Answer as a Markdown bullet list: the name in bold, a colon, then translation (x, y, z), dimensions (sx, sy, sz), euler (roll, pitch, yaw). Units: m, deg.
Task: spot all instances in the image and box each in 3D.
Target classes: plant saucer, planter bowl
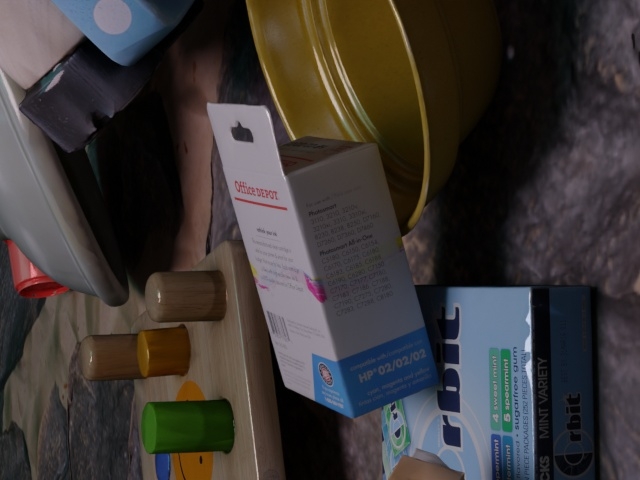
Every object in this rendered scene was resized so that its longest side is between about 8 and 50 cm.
- **plant saucer**: translation (-0.288, -0.114, 1.527), dimensions (0.400, 0.100, 0.401), euler (159, 90, -88)
- **planter bowl**: translation (0.042, -0.116, 0.971), dimensions (0.217, 0.090, 0.217), euler (52, 153, 39)

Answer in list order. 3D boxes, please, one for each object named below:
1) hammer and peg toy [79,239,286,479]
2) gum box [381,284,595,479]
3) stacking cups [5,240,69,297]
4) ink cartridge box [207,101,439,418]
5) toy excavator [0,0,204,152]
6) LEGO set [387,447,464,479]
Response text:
- **hammer and peg toy**: translation (-0.084, 0.206, 1.247), dimensions (0.266, 0.127, 0.361), euler (144, 122, -62)
- **gum box**: translation (0.090, 0.103, 0.958), dimensions (0.184, 0.041, 0.157), euler (176, 93, -66)
- **stacking cups**: translation (-0.327, -0.094, 1.833), dimensions (0.096, 0.096, 0.316), euler (139, 127, -60)
- **ink cartridge box**: translation (0.000, 0.000, 0.969), dimensions (0.104, 0.061, 0.181), euler (14, 122, 66)
- **toy excavator**: translation (-0.106, -0.272, 1.159), dimensions (0.445, 0.222, 0.433), euler (-40, 14, 22)
- **LEGO set**: translation (0.027, 0.222, 0.956), dimensions (0.132, 0.107, 0.287), euler (55, 159, 10)
